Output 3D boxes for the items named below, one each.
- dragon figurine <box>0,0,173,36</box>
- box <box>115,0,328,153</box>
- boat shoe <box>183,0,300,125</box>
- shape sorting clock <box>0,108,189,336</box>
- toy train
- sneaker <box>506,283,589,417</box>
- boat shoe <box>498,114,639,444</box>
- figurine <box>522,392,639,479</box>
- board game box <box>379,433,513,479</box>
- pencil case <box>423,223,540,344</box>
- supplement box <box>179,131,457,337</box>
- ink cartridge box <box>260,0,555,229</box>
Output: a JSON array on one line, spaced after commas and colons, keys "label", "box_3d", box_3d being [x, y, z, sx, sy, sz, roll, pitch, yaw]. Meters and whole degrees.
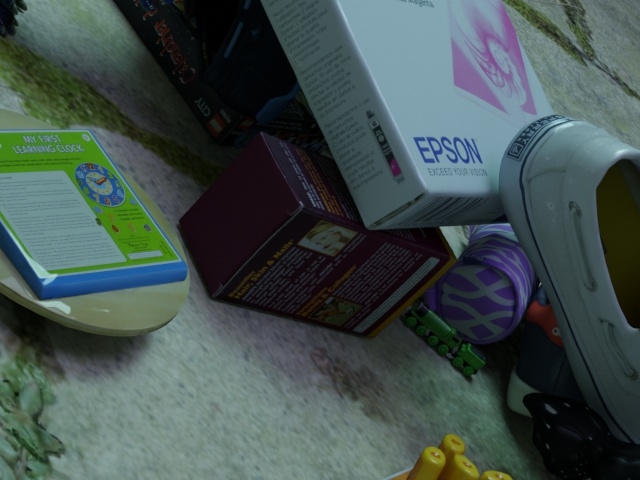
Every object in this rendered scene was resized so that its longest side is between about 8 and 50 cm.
[{"label": "dragon figurine", "box_3d": [-0.241, -0.253, 1.175, 0.289, 0.144, 0.085, 37, 25, -17]}, {"label": "box", "box_3d": [-0.093, -0.179, 1.418, 0.233, 0.044, 0.159, 54, 25, 21]}, {"label": "boat shoe", "box_3d": [-0.069, -0.211, 1.325, 0.089, 0.109, 0.258, 24, 30, -30]}, {"label": "shape sorting clock", "box_3d": [-0.175, -0.014, 1.024, 0.206, 0.040, 0.206, 32, 29, -21]}, {"label": "toy train", "box_3d": [0.107, 0.083, 1.342, 0.083, 0.024, 0.017, 41, 24, -10]}, {"label": "sneaker", "box_3d": [0.271, 0.057, 1.454, 0.131, 0.148, 0.350, 18, 19, 13]}, {"label": "boat shoe", "box_3d": [0.279, 0.064, 1.225, 0.156, 0.136, 0.367, 25, -32, 59]}, {"label": "figurine", "box_3d": [0.271, 0.215, 1.245, 0.215, 0.092, 0.209, 46, -7, -35]}, {"label": "board game box", "box_3d": [0.133, 0.261, 0.908, 0.390, 0.050, 0.390, 33, 18, 24]}, {"label": "pencil case", "box_3d": [0.159, 0.029, 1.450, 0.206, 0.088, 0.086, -40, 125, -66]}, {"label": "supplement box", "box_3d": [0.000, 0.000, 1.205, 0.188, 0.104, 0.081, 18, 35, -46]}, {"label": "ink cartridge box", "box_3d": [0.073, -0.168, 1.293, 0.324, 0.071, 0.330, -5, 68, -59]}]
